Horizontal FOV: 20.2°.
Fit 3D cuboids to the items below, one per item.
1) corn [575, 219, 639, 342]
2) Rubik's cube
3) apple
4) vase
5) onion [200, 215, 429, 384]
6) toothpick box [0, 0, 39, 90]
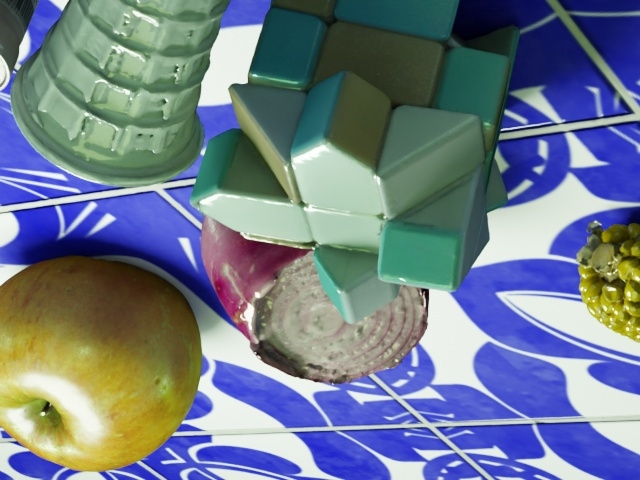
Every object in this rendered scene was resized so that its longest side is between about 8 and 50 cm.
[{"bbox_3d":[0.351,0.077,1.543,0.313,0.102,0.102,27,151,-27],"label":"corn"},{"bbox_3d":[0.029,-0.065,1.317,0.224,0.213,0.265,11,154,7],"label":"Rubik's cube"},{"bbox_3d":[-0.236,0.119,1.846,0.237,0.207,0.237,16,136,16],"label":"apple"},{"bbox_3d":[-0.100,-0.182,1.184,0.143,0.143,0.299,21,135,-9],"label":"vase"},{"bbox_3d":[-0.009,0.010,1.516,0.207,0.200,0.200,-1,163,-31],"label":"onion"},{"bbox_3d":[-0.246,-0.192,1.295,0.098,0.149,0.098,13,153,7],"label":"toothpick box"}]
